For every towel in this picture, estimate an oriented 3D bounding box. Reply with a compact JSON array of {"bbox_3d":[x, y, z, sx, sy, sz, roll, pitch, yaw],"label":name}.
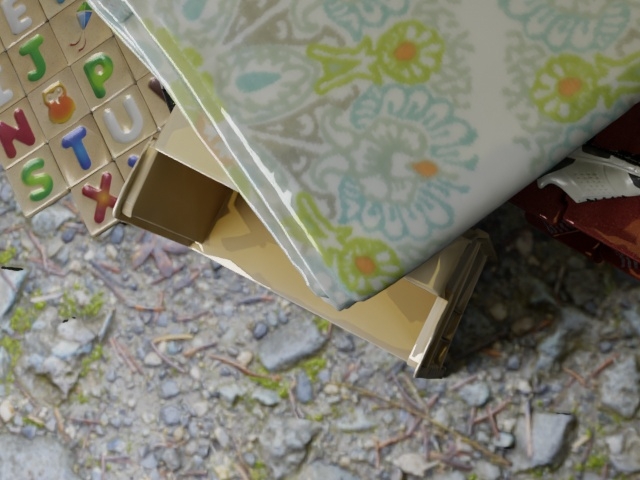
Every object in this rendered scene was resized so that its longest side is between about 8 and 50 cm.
[{"bbox_3d":[0.057,-0.174,0.939,0.374,0.090,0.320,-37,88,16],"label":"towel"}]

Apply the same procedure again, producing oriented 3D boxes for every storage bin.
[{"bbox_3d":[0.000,0.000,1.148,0.262,0.260,0.123,28,90,11],"label":"storage bin"}]

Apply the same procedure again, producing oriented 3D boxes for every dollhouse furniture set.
[{"bbox_3d":[0.283,-0.159,1.109,0.152,0.201,0.374,27,92,23],"label":"dollhouse furniture set"}]

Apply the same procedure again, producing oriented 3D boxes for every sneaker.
[{"bbox_3d":[0.203,-0.044,1.000,0.109,0.040,0.043,20,107,27],"label":"sneaker"}]

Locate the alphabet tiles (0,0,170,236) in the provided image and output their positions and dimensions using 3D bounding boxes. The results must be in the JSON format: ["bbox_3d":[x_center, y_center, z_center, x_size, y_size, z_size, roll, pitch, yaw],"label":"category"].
[{"bbox_3d":[-0.230,-0.191,1.422,0.285,0.011,0.342,-31,73,16],"label":"alphabet tiles"}]

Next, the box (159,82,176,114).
[{"bbox_3d":[-0.056,-0.158,1.322,0.191,0.045,0.184,-23,76,14],"label":"box"}]
